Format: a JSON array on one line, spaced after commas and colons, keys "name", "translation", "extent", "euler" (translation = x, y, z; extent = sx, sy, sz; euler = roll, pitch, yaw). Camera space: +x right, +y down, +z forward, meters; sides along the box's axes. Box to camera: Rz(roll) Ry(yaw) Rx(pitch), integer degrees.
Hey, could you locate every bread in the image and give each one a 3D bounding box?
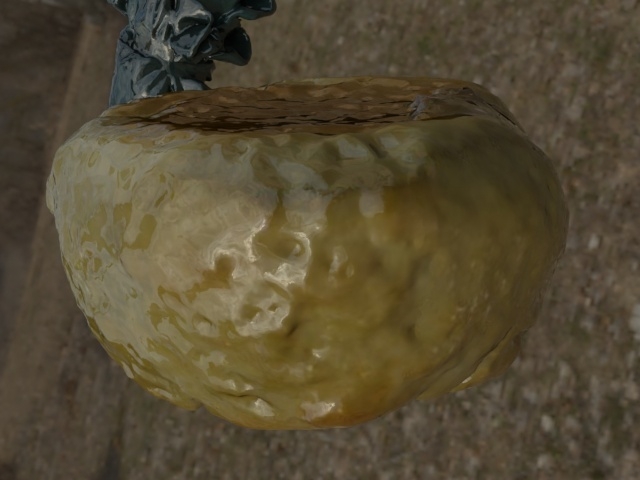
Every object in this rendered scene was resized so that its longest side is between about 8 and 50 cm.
[{"name": "bread", "translation": [0.000, 0.000, 0.545], "extent": [0.244, 0.244, 0.134], "euler": [-143, 51, -72]}]

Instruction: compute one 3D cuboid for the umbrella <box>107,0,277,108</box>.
[{"name": "umbrella", "translation": [-0.133, -0.080, 1.036], "extent": [0.094, 0.143, 0.349], "euler": [-10, -71, -65]}]
